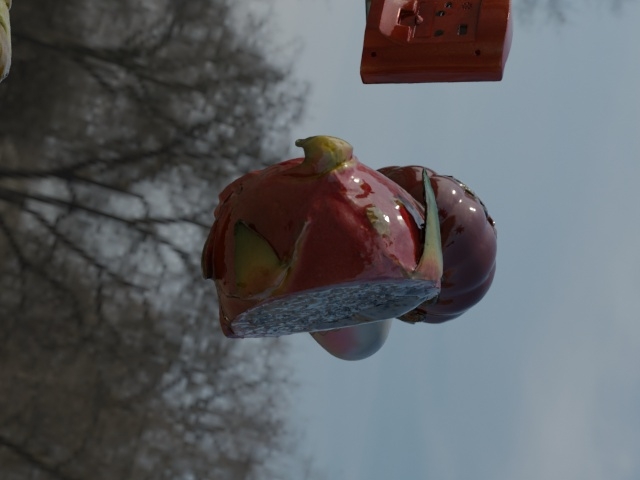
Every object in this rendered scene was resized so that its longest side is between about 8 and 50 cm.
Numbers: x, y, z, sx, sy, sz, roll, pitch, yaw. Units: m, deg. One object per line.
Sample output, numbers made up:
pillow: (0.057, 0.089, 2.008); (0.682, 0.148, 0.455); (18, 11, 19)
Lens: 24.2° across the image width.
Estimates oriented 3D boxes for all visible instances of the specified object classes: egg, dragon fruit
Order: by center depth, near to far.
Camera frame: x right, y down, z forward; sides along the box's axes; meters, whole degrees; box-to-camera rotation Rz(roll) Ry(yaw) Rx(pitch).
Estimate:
dragon fruit: (0.000, 0.000, 1.748); (0.290, 0.290, 0.189); (135, -50, -62)
egg: (0.033, 0.078, 2.636); (0.196, 0.196, 0.271); (140, -52, -66)

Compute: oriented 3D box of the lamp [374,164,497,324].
lamp: (0.128, 0.002, 1.958); (0.227, 0.227, 0.227); (-163, -90, -76)

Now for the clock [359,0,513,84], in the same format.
clock: (0.123, -0.218, 1.562); (0.061, 0.155, 0.113); (79, 17, -44)

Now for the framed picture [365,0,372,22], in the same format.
framed picture: (0.124, -0.285, 1.700); (0.011, 0.183, 0.142); (32, -45, 44)

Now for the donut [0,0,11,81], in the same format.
donut: (-0.355, -0.247, 1.320); (0.208, 0.128, 0.261); (70, 10, -66)
